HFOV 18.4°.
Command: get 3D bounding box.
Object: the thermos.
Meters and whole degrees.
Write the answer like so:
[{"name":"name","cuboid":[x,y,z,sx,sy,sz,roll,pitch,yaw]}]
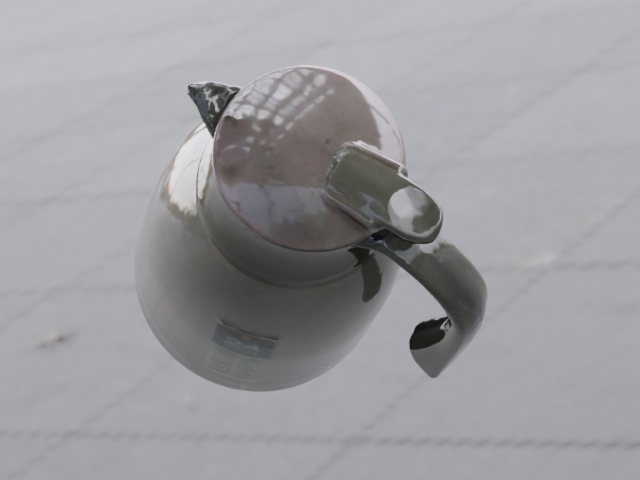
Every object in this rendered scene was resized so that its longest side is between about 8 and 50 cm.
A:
[{"name":"thermos","cuboid":[0.000,0.000,0.742,0.105,0.137,0.193,-53,-2,-16]}]
